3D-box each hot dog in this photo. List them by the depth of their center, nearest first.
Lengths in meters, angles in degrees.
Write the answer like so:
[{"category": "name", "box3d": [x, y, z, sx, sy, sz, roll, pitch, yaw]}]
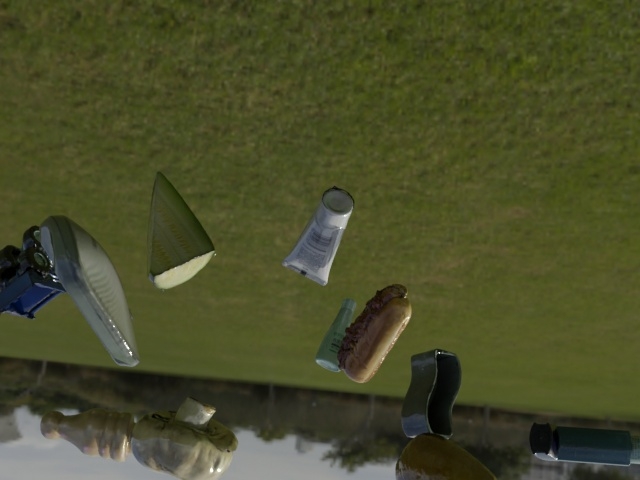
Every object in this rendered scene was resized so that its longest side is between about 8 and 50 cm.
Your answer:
[{"category": "hot dog", "box3d": [0.086, 0.171, 1.593, 0.076, 0.102, 0.249, 8, 137, -21]}]

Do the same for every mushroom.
[{"category": "mushroom", "box3d": [-0.198, 0.288, 1.294, 0.154, 0.122, 0.154, 18, -179, 0]}]

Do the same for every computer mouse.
[{"category": "computer mouse", "box3d": [-0.405, 0.089, 1.614, 0.095, 0.197, 0.330, -29, 132, -9]}]

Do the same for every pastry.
[{"category": "pastry", "box3d": [0.323, 0.606, 2.065, 0.356, 0.164, 0.356, 47, 165, 16]}]

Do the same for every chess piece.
[{"category": "chess piece", "box3d": [-0.384, 0.375, 1.704, 0.307, 0.124, 0.139, 11, -177, -3]}]

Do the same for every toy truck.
[{"category": "toy truck", "box3d": [-0.616, 0.079, 1.890, 0.113, 0.208, 0.126, -35, 126, 16]}]

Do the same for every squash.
[{"category": "squash", "box3d": [-0.418, -0.017, 2.246, 0.203, 0.288, 0.111, -25, 155, -35]}]

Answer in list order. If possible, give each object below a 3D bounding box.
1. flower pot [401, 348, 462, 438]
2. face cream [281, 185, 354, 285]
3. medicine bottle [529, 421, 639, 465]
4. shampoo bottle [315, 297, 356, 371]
[{"category": "flower pot", "box3d": [0.285, 0.399, 2.281, 0.103, 0.229, 0.108, 25, 155, -25]}, {"category": "face cream", "box3d": [0.000, 0.000, 1.570, 0.092, 0.058, 0.243, 27, 143, 0]}, {"category": "medicine bottle", "box3d": [0.607, 0.464, 2.011, 0.258, 0.079, 0.124, 1, 159, 15]}, {"category": "shampoo bottle", "box3d": [0.046, 0.229, 2.190, 0.069, 0.190, 0.041, 24, 146, -2]}]
